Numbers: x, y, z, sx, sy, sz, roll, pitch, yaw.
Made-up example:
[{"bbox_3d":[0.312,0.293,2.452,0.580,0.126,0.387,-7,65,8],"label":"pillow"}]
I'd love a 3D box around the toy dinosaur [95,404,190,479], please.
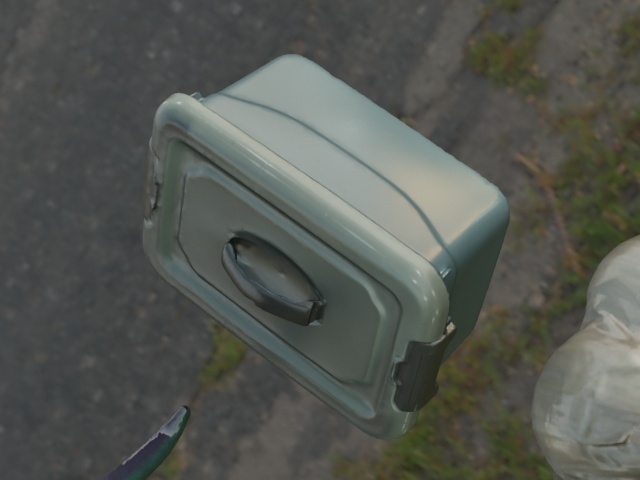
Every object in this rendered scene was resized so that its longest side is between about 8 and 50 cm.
[{"bbox_3d":[-0.185,0.239,0.930,0.129,0.331,0.383,-8,68,30],"label":"toy dinosaur"}]

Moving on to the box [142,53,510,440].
[{"bbox_3d":[0.000,0.000,1.079,0.227,0.162,0.130,35,52,20],"label":"box"}]

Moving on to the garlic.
[{"bbox_3d":[0.233,0.061,1.026,0.178,0.229,0.143,-1,100,66],"label":"garlic"}]
